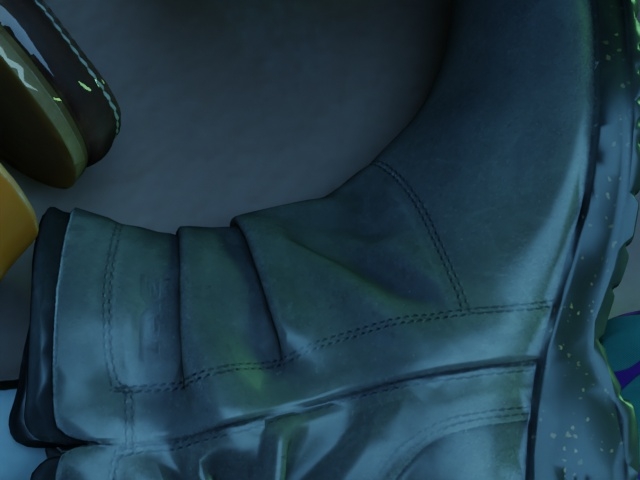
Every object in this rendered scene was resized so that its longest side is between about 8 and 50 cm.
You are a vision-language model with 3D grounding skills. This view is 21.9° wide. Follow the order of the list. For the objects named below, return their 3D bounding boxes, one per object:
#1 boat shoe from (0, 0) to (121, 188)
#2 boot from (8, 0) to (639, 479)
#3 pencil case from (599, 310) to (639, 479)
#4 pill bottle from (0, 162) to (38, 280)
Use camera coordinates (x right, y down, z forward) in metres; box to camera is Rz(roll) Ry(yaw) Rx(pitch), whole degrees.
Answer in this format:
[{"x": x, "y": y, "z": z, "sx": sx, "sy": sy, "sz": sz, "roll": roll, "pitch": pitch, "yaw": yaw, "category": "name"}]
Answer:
[{"x": -0.144, "y": -0.110, "z": 0.618, "sx": 0.207, "sy": 0.073, "sz": 0.073, "roll": 44, "pitch": 59, "yaw": 5, "category": "boat shoe"}, {"x": 0.000, "y": 0.000, "z": 0.616, "sx": 0.222, "sy": 0.118, "sz": 0.338, "roll": 4, "pitch": 67, "yaw": -3, "category": "boot"}, {"x": 0.141, "y": 0.098, "z": 0.644, "sx": 0.064, "sy": 0.070, "sz": 0.152, "roll": 19, "pitch": 67, "yaw": -54, "category": "pencil case"}, {"x": -0.202, "y": 0.056, "z": 0.534, "sx": 0.130, "sy": 0.130, "sz": 0.246, "roll": 41, "pitch": 71, "yaw": -2, "category": "pill bottle"}]
